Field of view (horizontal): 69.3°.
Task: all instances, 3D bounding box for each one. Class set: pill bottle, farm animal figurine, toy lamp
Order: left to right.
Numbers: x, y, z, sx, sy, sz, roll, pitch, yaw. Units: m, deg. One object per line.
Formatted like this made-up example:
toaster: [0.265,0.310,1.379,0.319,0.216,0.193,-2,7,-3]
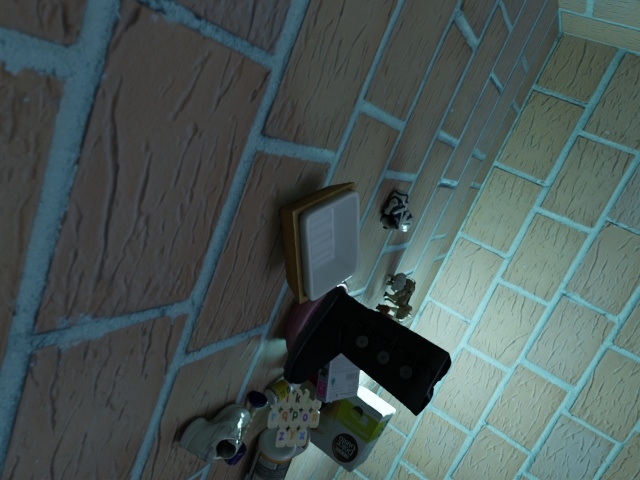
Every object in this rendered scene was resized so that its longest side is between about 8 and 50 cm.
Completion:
toy lamp: [-0.268,0.667,1.627,0.080,0.080,0.275,-3,120,-63]
pill bottle: [-0.213,0.937,1.937,0.162,0.162,0.279,-20,134,-56]
pill bottle: [-0.150,0.564,1.747,0.116,0.065,0.065,-25,139,-43]
farm animal figurine: [0.423,0.342,2.476,0.327,0.172,0.330,-70,160,-1]

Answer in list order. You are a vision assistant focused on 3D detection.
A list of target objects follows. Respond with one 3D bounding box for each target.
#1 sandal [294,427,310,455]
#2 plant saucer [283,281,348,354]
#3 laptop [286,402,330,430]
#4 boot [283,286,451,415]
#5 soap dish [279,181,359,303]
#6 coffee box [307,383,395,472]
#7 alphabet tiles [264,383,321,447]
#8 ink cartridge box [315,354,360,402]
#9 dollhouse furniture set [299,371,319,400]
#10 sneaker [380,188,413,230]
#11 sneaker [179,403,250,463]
sandal: [-0.155,0.943,2.092,0.265,0.102,0.076,-44,143,12]
plant saucer: [-0.023,0.273,1.663,0.332,0.084,0.332,-45,152,-33]
laptop: [-0.094,0.821,2.076,0.234,0.136,0.265,-8,124,-61]
boot: [0.138,0.404,1.471,0.367,0.445,0.146,-60,156,0]
soap dish: [0.000,0.000,1.272,0.228,0.118,0.291,-30,131,-37]
coffee box: [0.147,0.957,2.459,0.335,0.337,0.338,-59,157,-3]
alphabet tiles: [-0.102,0.675,1.849,0.284,0.021,0.278,21,72,-43]
ink cartridge box: [0.079,0.425,1.710,0.185,0.065,0.312,9,88,-47]
dollhouse furniture set: [0.033,0.459,1.862,0.374,0.201,0.152,-9,126,-53]
sneaker: [0.304,-0.082,1.901,0.153,0.094,0.235,-49,154,-21]
sneaker: [-0.292,0.599,1.412,0.114,0.152,0.305,-65,157,7]
